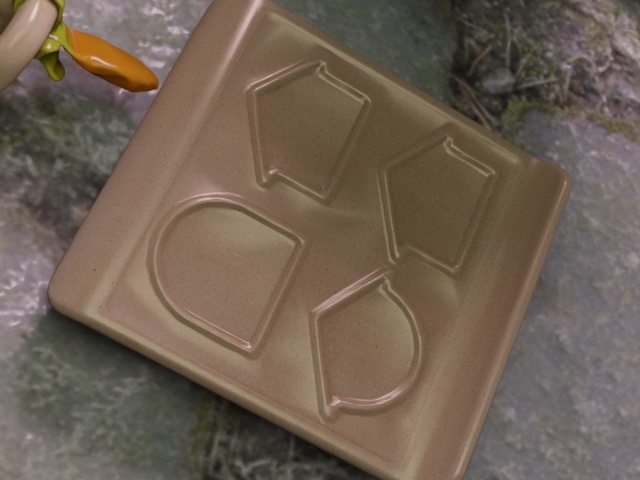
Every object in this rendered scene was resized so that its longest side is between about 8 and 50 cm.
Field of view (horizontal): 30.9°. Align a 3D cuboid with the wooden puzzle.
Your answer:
[{"bbox_3d":[0.000,0.000,0.954,0.348,0.080,0.322,27,65,-5],"label":"wooden puzzle"}]

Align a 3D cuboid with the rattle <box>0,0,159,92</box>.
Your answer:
[{"bbox_3d":[-0.249,-0.100,0.906,0.130,0.143,0.199,23,75,37],"label":"rattle"}]
